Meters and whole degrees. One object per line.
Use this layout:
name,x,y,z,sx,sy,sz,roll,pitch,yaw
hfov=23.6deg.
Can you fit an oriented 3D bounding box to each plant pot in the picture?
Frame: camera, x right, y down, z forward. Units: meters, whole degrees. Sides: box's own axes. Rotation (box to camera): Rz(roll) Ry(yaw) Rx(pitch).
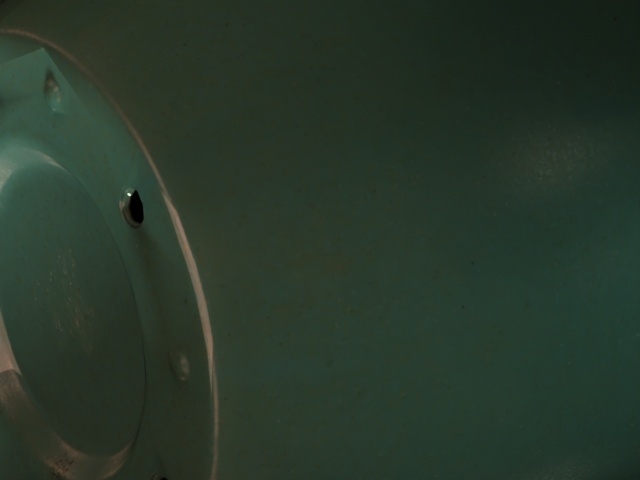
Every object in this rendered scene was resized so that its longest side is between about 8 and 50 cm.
plant pot,0.000,0.000,0.545,0.293,0.235,0.293,21,118,47
